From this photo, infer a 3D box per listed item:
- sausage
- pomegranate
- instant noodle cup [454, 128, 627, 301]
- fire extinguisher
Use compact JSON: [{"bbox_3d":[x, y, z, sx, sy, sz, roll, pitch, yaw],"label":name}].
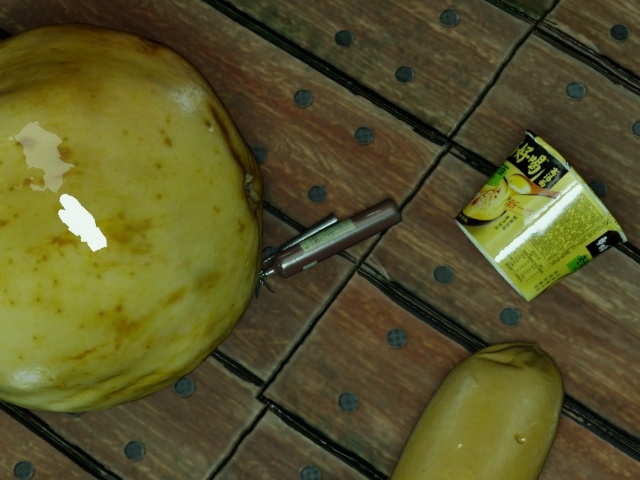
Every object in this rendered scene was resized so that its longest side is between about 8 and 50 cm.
[{"bbox_3d":[0.133,0.239,1.785,0.134,0.116,0.354,13,66,27],"label":"sausage"},{"bbox_3d":[-0.260,-0.012,1.826,0.410,0.410,0.410,-4,67,8],"label":"pomegranate"},{"bbox_3d":[0.216,-0.018,1.867,0.122,0.151,0.151,-43,67,3],"label":"instant noodle cup"},{"bbox_3d":[0.000,0.000,1.949,0.173,0.035,0.049,-26,69,-5],"label":"fire extinguisher"}]
